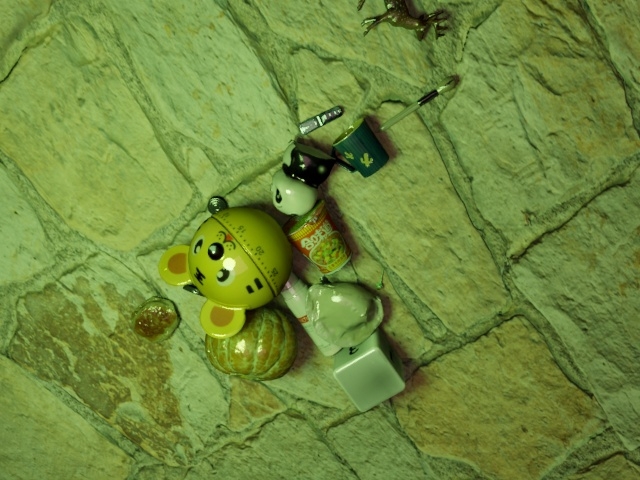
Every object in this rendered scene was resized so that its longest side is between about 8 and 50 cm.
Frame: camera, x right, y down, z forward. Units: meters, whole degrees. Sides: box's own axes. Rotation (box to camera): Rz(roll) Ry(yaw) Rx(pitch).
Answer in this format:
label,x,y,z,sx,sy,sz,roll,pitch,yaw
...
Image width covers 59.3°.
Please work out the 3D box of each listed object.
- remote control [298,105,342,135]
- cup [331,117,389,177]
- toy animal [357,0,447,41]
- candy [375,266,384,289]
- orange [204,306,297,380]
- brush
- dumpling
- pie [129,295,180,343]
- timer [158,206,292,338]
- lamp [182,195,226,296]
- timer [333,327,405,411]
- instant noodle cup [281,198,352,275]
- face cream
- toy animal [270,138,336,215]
label,x,y,z,sx,sy,sz,roll,pitch,yaw
remote control,0.002,-0.399,1.855,0.152,0.027,0.044,-24,107,12
cup,0.123,-0.288,1.839,0.155,0.131,0.176,47,133,-13
toy animal,0.245,-0.710,1.719,0.259,0.087,0.244,-15,106,11
candy,0.214,0.135,2.002,0.023,0.025,0.084,5,99,-27
orange,-0.237,0.354,1.947,0.328,0.329,0.249,8,63,1
brush,0.306,-0.434,1.818,0.299,0.042,0.039,-33,141,13
dumpling,0.077,0.240,1.964,0.292,0.163,0.205,14,117,-15
pie,-0.609,0.295,2.070,0.163,0.079,0.193,42,105,-12
timer,-0.288,0.084,1.806,0.386,0.376,0.376,-37,102,-17
lamp,-0.387,0.038,1.963,0.130,0.108,0.372,20,106,-7
timer,0.172,0.452,2.004,0.192,0.195,0.194,-33,103,12
instant noodle cup,0.000,0.000,1.901,0.193,0.193,0.212,-35,109,12
face cream,-0.042,0.253,2.008,0.101,0.102,0.346,-33,102,12
toy animal,-0.072,-0.195,1.836,0.165,0.187,0.235,24,107,-17
